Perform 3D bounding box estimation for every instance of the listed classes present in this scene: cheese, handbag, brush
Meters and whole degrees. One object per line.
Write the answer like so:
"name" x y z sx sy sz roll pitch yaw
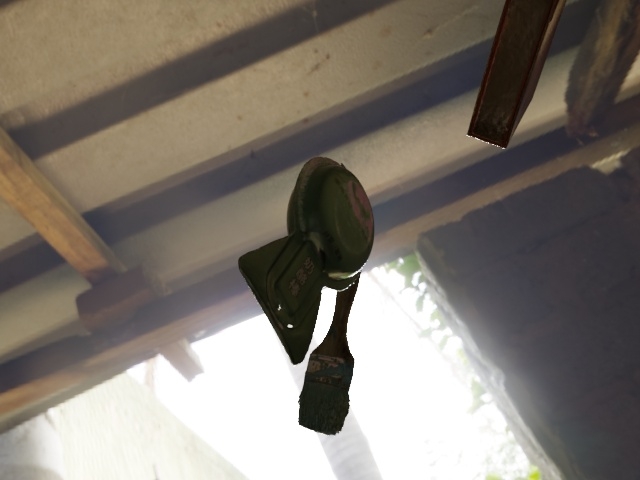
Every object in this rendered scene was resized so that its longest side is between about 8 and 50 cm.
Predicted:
"cheese" 0.000 0.000 0.351 0.026 0.121 0.067 -13 -63 31
"handbag" 0.212 -0.207 0.742 0.127 0.062 0.190 -51 -23 -45
"brush" 0.017 0.091 0.710 0.021 0.196 0.070 21 -13 -35
